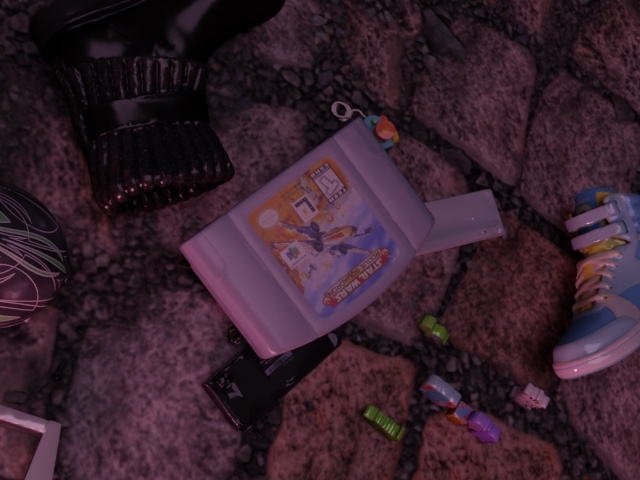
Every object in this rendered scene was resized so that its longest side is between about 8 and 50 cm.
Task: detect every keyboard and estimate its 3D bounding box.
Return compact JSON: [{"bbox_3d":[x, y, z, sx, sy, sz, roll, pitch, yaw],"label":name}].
[{"bbox_3d":[-0.065,0.137,0.991,0.180,0.023,0.108,-39,99,-28],"label":"keyboard"},{"bbox_3d":[0.149,-0.018,1.132,0.256,0.014,0.072,-12,75,-26],"label":"keyboard"}]

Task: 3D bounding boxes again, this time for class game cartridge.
[{"bbox_3d":[0.000,0.000,1.001,0.297,0.062,0.198,-39,90,-24],"label":"game cartridge"}]

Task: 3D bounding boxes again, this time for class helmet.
[{"bbox_3d":[-0.348,0.013,0.823,0.162,0.169,0.169,3,69,22],"label":"helmet"}]

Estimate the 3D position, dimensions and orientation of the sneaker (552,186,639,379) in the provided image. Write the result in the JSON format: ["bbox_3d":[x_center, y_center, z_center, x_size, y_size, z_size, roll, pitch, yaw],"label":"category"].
[{"bbox_3d":[0.393,0.046,1.156,0.319,0.127,0.208,-33,92,-37],"label":"sneaker"}]

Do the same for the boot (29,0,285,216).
[{"bbox_3d":[-0.149,-0.193,0.982,0.348,0.131,0.260,-25,79,-16],"label":"boot"}]

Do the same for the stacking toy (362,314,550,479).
[{"bbox_3d":[0.184,0.222,1.055,0.221,0.052,0.167,38,64,-9],"label":"stacking toy"}]

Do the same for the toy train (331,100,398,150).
[{"bbox_3d":[0.053,-0.114,1.096,0.125,0.046,0.166,17,70,-18],"label":"toy train"}]

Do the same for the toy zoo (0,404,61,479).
[{"bbox_3d":[-0.389,0.241,0.795,0.293,0.030,0.192,24,55,-15],"label":"toy zoo"}]
